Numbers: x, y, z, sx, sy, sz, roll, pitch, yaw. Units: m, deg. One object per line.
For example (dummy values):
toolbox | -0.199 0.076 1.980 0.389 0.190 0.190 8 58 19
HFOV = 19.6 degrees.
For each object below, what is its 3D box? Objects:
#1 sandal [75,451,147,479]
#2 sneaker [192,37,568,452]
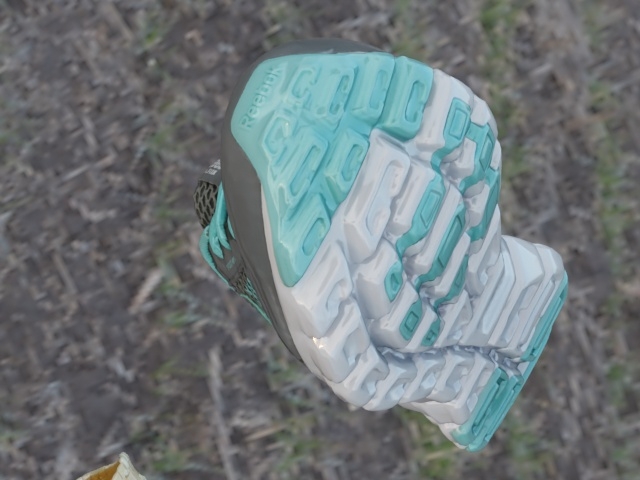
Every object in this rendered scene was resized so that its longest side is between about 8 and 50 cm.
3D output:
sandal | -0.133 0.153 1.037 0.240 0.079 0.088 18 16 -2
sneaker | 0.000 0.000 0.397 0.065 0.076 0.166 -61 158 -11
